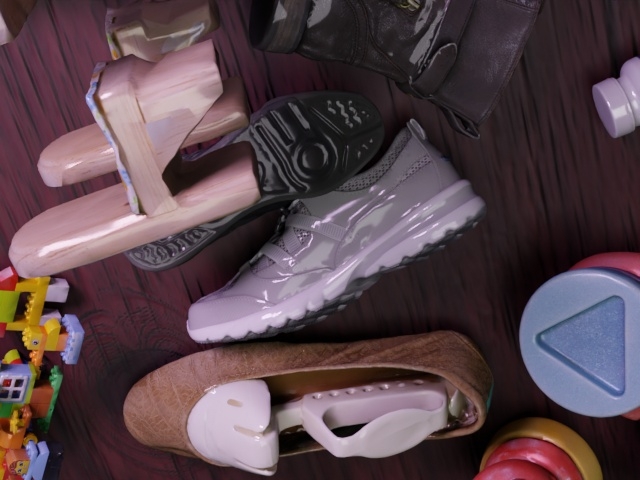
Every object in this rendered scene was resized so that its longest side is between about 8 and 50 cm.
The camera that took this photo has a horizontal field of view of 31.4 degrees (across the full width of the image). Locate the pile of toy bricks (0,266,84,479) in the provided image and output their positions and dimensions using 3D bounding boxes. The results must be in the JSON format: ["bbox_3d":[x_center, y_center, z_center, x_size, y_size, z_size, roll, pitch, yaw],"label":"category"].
[{"bbox_3d":[-0.280,0.136,0.977,0.105,0.118,0.212,6,113,-30],"label":"pile of toy bricks"}]

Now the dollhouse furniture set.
[{"bbox_3d":[-0.220,-0.207,0.691,0.256,0.394,0.362,-18,114,2],"label":"dollhouse furniture set"}]

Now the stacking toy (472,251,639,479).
[{"bbox_3d":[0.275,0.183,0.991,0.279,0.130,0.309,24,111,24],"label":"stacking toy"}]

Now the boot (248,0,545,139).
[{"bbox_3d":[0.078,-0.228,0.895,0.229,0.091,0.263,12,105,-22],"label":"boot"}]

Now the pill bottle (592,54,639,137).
[{"bbox_3d":[0.296,-0.131,0.961,0.120,0.067,0.067,-22,114,3],"label":"pill bottle"}]

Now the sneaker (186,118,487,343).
[{"bbox_3d":[0.000,0.000,0.988,0.281,0.105,0.115,-30,80,11],"label":"sneaker"}]

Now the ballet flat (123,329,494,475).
[{"bbox_3d":[-0.008,0.155,1.021,0.342,0.124,0.116,-4,114,-4],"label":"ballet flat"}]

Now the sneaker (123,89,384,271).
[{"bbox_3d":[-0.060,-0.058,0.931,0.227,0.130,0.087,-31,103,-1],"label":"sneaker"}]
